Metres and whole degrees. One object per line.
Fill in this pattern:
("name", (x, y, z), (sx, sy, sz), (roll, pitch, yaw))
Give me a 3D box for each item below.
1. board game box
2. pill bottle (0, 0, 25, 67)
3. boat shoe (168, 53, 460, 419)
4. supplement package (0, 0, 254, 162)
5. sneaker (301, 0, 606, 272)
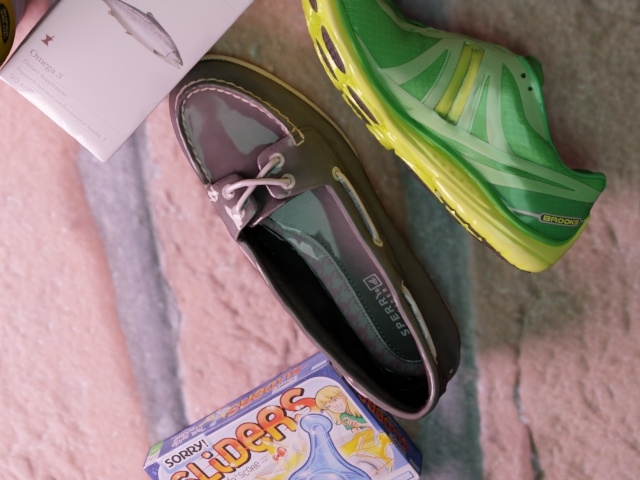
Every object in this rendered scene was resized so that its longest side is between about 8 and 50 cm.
("board game box", (-0.033, 0.190, 1.406), (0.201, 0.035, 0.136), (-32, 109, 20))
("pill bottle", (-0.287, -0.147, 1.169), (0.119, 0.208, 0.119), (3, 118, 6))
("boat shoe", (0.000, 0.000, 1.271), (0.112, 0.095, 0.335), (-32, 109, 21))
("supplement package", (-0.134, -0.165, 1.199), (0.105, 0.105, 0.179), (40, 114, -12))
("sneaker", (0.096, -0.111, 1.216), (0.123, 0.109, 0.295), (-44, 103, -3))
